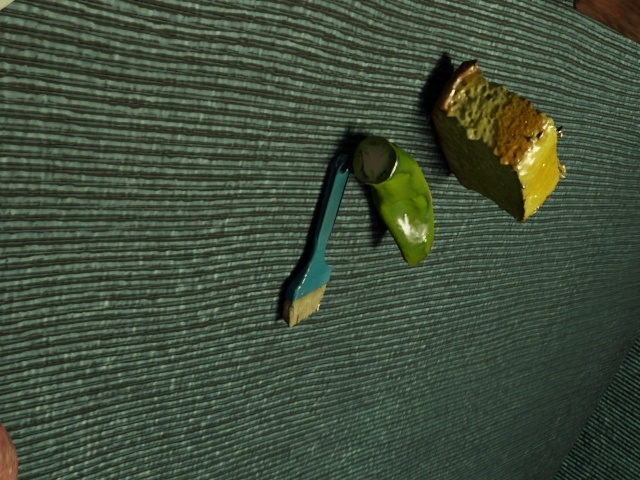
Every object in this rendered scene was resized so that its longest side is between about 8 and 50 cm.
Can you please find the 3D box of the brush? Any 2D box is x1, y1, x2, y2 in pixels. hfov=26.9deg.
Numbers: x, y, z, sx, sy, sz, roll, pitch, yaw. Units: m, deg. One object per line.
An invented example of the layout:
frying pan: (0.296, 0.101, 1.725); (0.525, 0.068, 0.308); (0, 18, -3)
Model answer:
brush: (0.000, 0.000, 1.076); (0.051, 0.014, 0.164); (-30, 145, -49)

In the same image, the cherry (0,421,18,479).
cherry: (-0.249, 0.125, 0.677); (0.225, 0.090, 0.107); (2, 123, -47)

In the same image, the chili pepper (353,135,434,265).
chili pepper: (0.065, -0.039, 1.109); (0.052, 0.050, 0.201); (-39, 156, -2)

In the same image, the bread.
bread: (0.153, -0.082, 1.157); (0.065, 0.103, 0.187); (-50, 161, -10)

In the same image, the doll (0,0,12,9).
doll: (-0.215, -0.077, 0.461); (0.365, 0.094, 0.160); (-29, 147, -46)

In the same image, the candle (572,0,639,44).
candle: (0.337, -0.339, 1.165); (0.287, 0.131, 0.317); (-50, 166, -31)
